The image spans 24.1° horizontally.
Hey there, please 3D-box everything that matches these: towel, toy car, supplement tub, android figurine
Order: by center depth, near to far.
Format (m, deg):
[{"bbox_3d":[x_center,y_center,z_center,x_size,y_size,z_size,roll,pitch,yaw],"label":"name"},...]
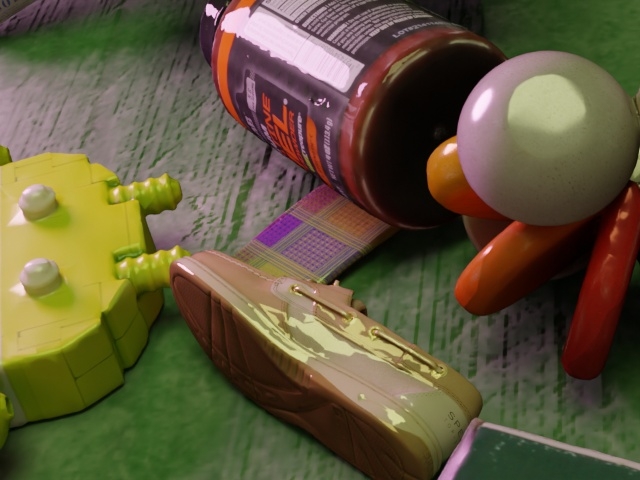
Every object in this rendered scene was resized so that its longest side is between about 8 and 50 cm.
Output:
[{"bbox_3d":[0.142,-0.007,0.661,0.182,0.159,0.136,-9,74,5],"label":"toy car"},{"bbox_3d":[-0.198,0.030,0.767,0.273,0.056,0.248,-15,39,2],"label":"android figurine"},{"bbox_3d":[0.000,0.000,0.778,0.083,0.009,0.060,-38,46,-26],"label":"towel"},{"bbox_3d":[0.011,-0.087,0.799,0.106,0.106,0.198,-30,36,-19],"label":"supplement tub"}]

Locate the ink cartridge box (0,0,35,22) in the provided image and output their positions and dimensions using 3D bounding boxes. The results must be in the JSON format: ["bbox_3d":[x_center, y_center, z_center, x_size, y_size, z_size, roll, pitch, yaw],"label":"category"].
[{"bbox_3d":[-0.169,-0.233,0.998,0.207,0.046,0.097,-30,67,10],"label":"ink cartridge box"}]

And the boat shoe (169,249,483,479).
[{"bbox_3d":[0.001,0.050,0.683,0.059,0.063,0.170,-36,53,-28],"label":"boat shoe"}]

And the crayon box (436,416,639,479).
[{"bbox_3d":[0.179,0.172,0.370,0.319,0.202,0.081,11,46,29],"label":"crayon box"}]
